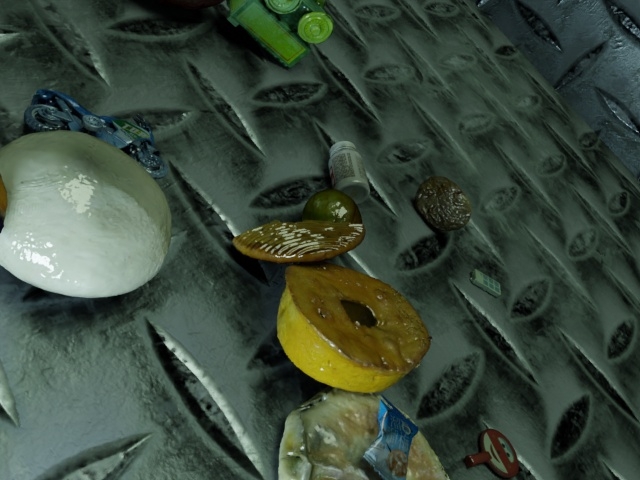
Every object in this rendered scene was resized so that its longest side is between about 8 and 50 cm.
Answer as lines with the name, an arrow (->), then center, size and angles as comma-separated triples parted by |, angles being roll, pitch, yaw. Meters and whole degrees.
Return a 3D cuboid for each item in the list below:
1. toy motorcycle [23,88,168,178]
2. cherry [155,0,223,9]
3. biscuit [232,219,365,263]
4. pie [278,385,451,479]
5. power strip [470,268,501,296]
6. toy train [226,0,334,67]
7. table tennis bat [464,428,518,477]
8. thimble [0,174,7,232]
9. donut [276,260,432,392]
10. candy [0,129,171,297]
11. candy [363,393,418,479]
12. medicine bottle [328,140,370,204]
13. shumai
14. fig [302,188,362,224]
toy motorcycle -> -0.372, -0.182, 1.208 | 0.254, 0.092, 0.136 | 23, 31, -11
cherry -> -0.313, -0.628, 1.603 | 0.300, 0.203, 0.230 | -20, 60, -27
biscuit -> -0.031, -0.006, 1.276 | 0.228, 0.031, 0.176 | -16, 28, -26
pie -> 0.082, 0.369, 1.106 | 0.337, 0.075, 0.338 | 26, 35, -20
power strip -> 0.396, 0.102, 1.701 | 0.090, 0.016, 0.040 | 30, 39, -18
toy train -> -0.093, -0.555, 1.716 | 0.271, 0.188, 0.159 | 34, 34, -42
table tennis bat -> 0.323, 0.405, 1.342 | 0.154, 0.019, 0.098 | 5, 52, -44
thimble -> -0.506, -0.047, 0.834 | 0.237, 0.150, 0.238 | -2, 67, 5
donut -> 0.047, 0.152, 1.210 | 0.277, 0.109, 0.278 | 23, 26, -11
candy -> -0.345, -0.044, 1.019 | 0.295, 0.185, 0.296 | 24, 36, -19
candy -> 0.109, 0.314, 1.100 | 0.088, 0.038, 0.136 | 46, 37, -15
medicine bottle -> 0.060, -0.152, 1.584 | 0.079, 0.079, 0.140 | 17, 44, -31
shumai -> 0.299, -0.095, 1.724 | 0.139, 0.123, 0.105 | 28, 26, 1
fig -> 0.000, 0.000, 1.363 | 0.124, 0.124, 0.236 | 37, 48, -8
